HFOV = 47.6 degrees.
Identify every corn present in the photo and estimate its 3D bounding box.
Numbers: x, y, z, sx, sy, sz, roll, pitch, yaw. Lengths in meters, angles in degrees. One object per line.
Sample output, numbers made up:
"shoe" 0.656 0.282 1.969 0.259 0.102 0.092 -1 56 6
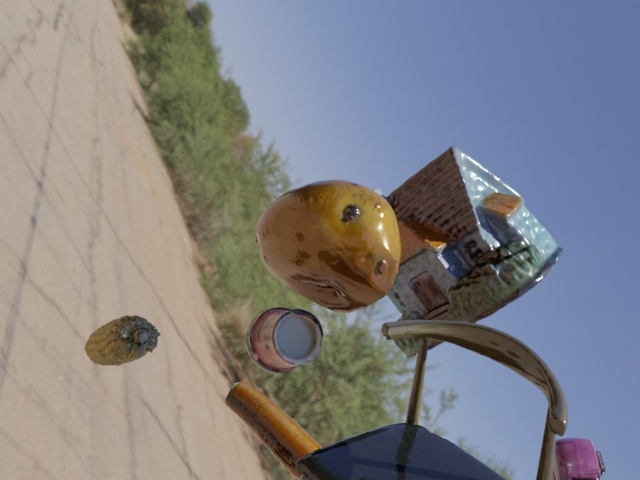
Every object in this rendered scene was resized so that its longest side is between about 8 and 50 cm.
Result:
"corn" -0.469 0.236 1.674 0.318 0.115 0.115 -24 -86 53

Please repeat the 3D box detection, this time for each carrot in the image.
"carrot" -0.066 0.323 1.210 0.225 0.067 0.067 38 -16 26

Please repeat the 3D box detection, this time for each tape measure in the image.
"tape measure" 0.395 0.369 1.121 0.118 0.075 0.125 -82 167 -54

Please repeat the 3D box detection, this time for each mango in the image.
"mango" 0.000 0.000 0.962 0.166 0.136 0.236 34 -30 -14

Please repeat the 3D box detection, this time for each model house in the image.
"model house" 0.247 -0.006 1.487 0.339 0.297 0.360 55 -45 4

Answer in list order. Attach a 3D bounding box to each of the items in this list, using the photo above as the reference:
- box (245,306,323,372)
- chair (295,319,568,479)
"box" -0.075 0.220 1.627 0.151 0.151 0.135 63 -28 -2
"chair" 0.090 0.219 0.625 0.188 0.166 0.272 26 -65 43
